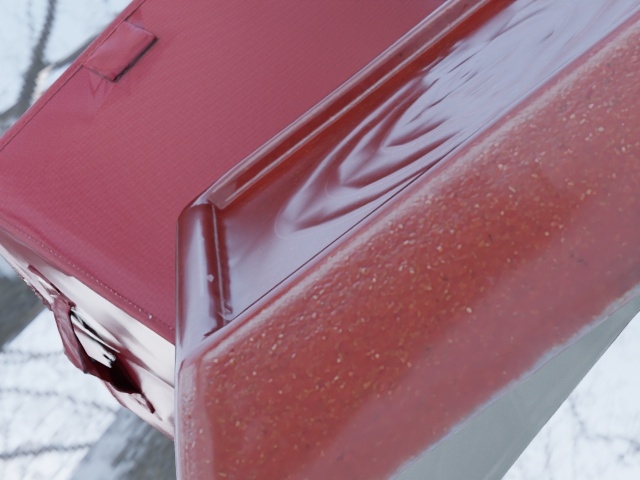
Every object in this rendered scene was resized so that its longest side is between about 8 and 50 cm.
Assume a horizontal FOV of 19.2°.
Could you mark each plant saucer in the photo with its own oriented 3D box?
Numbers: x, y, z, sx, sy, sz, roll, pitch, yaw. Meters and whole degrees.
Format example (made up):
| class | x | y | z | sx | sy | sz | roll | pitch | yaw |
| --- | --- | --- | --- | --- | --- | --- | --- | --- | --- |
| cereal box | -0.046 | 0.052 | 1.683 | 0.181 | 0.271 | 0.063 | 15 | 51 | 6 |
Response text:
| class | x | y | z | sx | sy | sz | roll | pitch | yaw |
| --- | --- | --- | --- | --- | --- | --- | --- | --- | --- |
| plant saucer | 0.051 | -0.034 | 0.538 | 0.259 | 0.258 | 0.048 | -38 | -78 | 4 |

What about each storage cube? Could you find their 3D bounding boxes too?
| class | x | y | z | sx | sy | sz | roll | pitch | yaw |
| --- | --- | --- | --- | --- | --- | --- | --- | --- | --- |
| storage cube | 0.000 | 0.000 | 0.819 | 0.193 | 0.215 | 0.184 | 31 | -19 | 38 |
